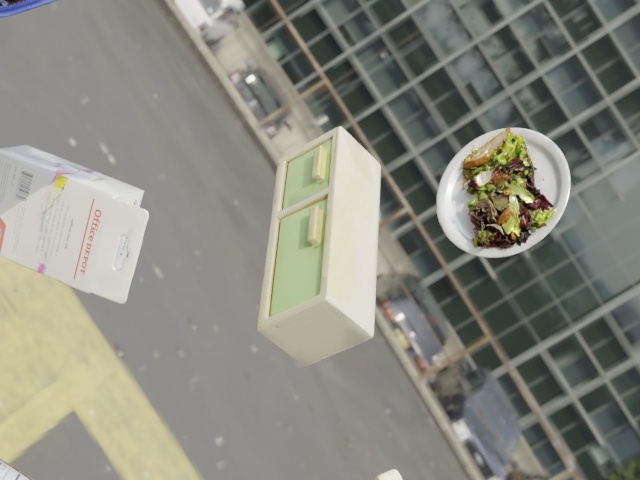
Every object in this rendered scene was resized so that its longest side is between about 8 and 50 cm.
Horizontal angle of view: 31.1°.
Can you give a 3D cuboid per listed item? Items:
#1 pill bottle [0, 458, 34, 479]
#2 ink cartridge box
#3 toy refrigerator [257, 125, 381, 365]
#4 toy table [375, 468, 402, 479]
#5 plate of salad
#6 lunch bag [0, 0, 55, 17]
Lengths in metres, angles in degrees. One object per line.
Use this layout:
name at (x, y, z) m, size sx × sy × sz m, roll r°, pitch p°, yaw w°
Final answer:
pill bottle at (-0.148, 0.135, 0.481) m, size 0.152 × 0.086 × 0.086 m, roll 35°, pitch 13°, yaw -7°
ink cartridge box at (-0.270, -0.018, 1.258) m, size 0.198 × 0.115 × 0.067 m, roll 22°, pitch 16°, yaw 17°
toy refrigerator at (0.000, 0.000, 1.340) m, size 0.094 × 0.102 × 0.269 m, roll 41°, pitch 38°, yaw -33°
toy table at (0.120, 0.409, 1.366) m, size 0.274 × 0.252 × 0.161 m, roll 54°, pitch -19°, yaw 12°
plate of salad at (0.251, -0.072, 1.618) m, size 0.048 × 0.200 × 0.199 m, roll 38°, pitch 21°, yaw -54°
lunch bag at (-0.242, -0.365, 1.009) m, size 0.239 × 0.386 × 0.327 m, roll 51°, pitch 27°, yaw -28°
